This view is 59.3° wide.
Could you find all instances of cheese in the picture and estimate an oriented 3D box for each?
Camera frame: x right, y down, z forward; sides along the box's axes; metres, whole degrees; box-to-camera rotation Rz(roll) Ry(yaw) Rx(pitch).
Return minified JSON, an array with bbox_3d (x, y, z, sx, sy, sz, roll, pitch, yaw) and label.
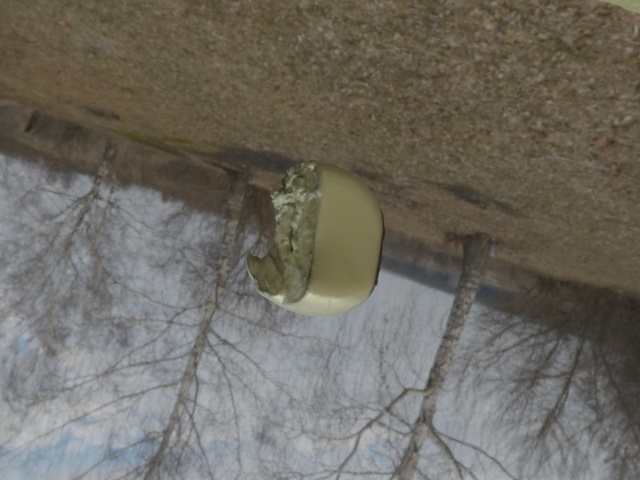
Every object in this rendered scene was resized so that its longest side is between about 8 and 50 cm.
[{"bbox_3d":[0.000,0.000,0.985,0.233,0.266,0.127,18,164,-36],"label":"cheese"}]

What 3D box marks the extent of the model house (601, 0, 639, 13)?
[{"bbox_3d":[0.321,-0.291,0.374,0.266,0.261,0.321,19,-177,-1],"label":"model house"}]
